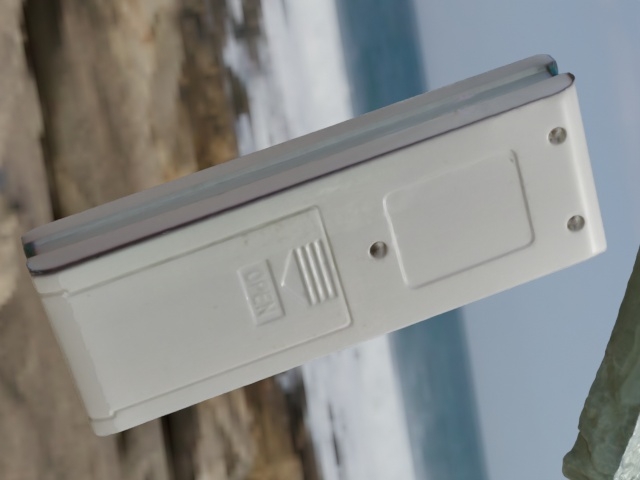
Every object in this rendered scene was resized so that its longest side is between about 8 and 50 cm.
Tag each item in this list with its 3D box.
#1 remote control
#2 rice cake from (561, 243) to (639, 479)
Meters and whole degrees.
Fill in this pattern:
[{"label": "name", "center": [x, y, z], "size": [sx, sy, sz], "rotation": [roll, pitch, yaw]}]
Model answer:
[{"label": "remote control", "center": [0.000, 0.000, 0.930], "size": [0.055, 0.277, 0.103], "rotation": [-119, -169, -57]}, {"label": "rice cake", "center": [0.102, 0.021, 0.564], "size": [0.021, 0.022, 0.121], "rotation": [6, 105, -45]}]
